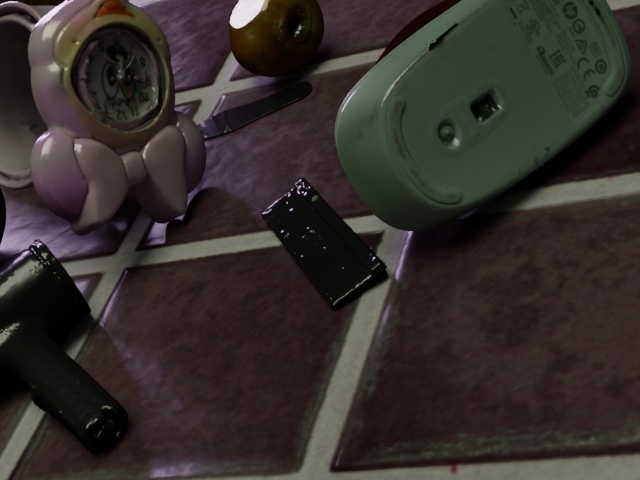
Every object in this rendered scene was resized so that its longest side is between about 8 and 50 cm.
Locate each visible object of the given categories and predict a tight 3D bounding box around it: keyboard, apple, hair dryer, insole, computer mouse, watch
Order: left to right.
[{"bbox_3d":[-0.257,0.116,1.129,0.197,0.089,0.251,-41,42,-22],"label":"hair dryer"},{"bbox_3d":[-0.257,-0.128,1.326,0.217,0.248,0.211,-6,1,44],"label":"watch"},{"bbox_3d":[-0.080,-0.145,1.433,0.153,0.002,0.053,-23,33,6],"label":"insole"},{"bbox_3d":[-0.052,-0.240,1.461,0.102,0.099,0.114,5,69,52],"label":"apple"},{"bbox_3d":[0.000,0.000,1.165,0.060,0.018,0.195,-37,33,-2],"label":"keyboard"},{"bbox_3d":[0.139,-0.125,1.118,0.288,0.159,0.097,-38,12,-18],"label":"computer mouse"}]

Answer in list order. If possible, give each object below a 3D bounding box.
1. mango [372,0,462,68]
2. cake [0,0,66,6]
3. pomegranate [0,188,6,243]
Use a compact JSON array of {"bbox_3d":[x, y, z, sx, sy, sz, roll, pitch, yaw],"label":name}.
[{"bbox_3d":[0.152,-0.183,1.227,0.267,0.111,0.133,-26,21,-8],"label":"mango"},{"bbox_3d":[-0.498,-0.357,1.771,0.282,0.255,0.290,-38,36,-29],"label":"cake"},{"bbox_3d":[-0.442,-0.007,1.353,0.181,0.181,0.224,17,69,47],"label":"pomegranate"}]
